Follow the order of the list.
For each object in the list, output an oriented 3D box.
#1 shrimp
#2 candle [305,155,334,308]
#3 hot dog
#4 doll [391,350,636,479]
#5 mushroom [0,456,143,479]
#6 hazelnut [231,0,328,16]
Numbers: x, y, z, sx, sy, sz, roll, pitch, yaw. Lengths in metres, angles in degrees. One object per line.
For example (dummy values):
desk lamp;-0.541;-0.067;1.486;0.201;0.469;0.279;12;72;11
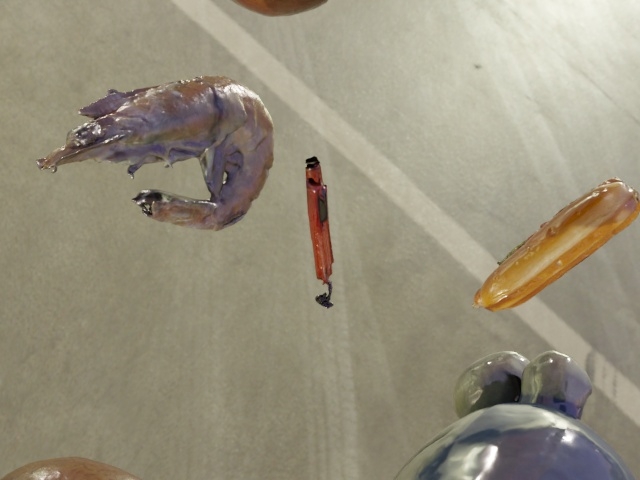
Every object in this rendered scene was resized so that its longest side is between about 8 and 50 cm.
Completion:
shrimp;-0.112;-0.060;0.588;0.223;0.048;0.126;-22;109;-47
candle;0.000;0.001;0.731;0.021;0.167;0.026;-20;35;-21
hot dog;0.271;0.012;0.899;0.062;0.236;0.092;55;21;17
doll;0.088;0.169;0.413;0.154;0.228;0.258;33;5;25
mushroom;-0.318;0.443;1.019;0.345;0.345;0.259;29;64;-8
hazelnut;-0.023;-0.354;0.763;0.217;0.217;0.251;41;72;2
